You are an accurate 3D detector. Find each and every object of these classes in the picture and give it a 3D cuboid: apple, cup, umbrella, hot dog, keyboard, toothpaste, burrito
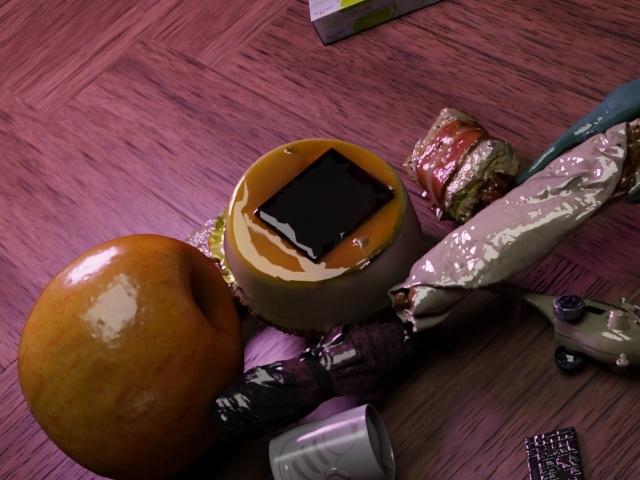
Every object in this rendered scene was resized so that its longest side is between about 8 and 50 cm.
[{"bbox_3d":[-0.231,0.145,1.728,0.275,0.299,0.299,-43,38,14],"label":"apple"},{"bbox_3d":[0.017,0.275,1.606,0.133,0.099,0.136,-19,41,13],"label":"cup"},{"bbox_3d":[0.012,0.161,1.675,0.326,0.094,0.090,-24,15,-22],"label":"umbrella"},{"bbox_3d":[0.201,-0.099,1.877,0.146,0.103,0.213,-49,29,12],"label":"hot dog"},{"bbox_3d":[0.269,0.296,1.495,0.061,0.013,0.204,-17,42,15],"label":"keyboard"},{"bbox_3d":[0.146,-0.433,2.268,0.337,0.067,0.081,-19,45,14],"label":"toothpaste"},{"bbox_3d":[0.256,-0.016,1.662,0.392,0.076,0.117,-34,36,4],"label":"burrito"}]

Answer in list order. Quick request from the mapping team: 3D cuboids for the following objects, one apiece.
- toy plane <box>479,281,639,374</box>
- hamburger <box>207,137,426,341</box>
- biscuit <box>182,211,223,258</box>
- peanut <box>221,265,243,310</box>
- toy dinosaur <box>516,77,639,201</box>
[{"bbox_3d":[0.298,0.086,1.640,0.108,0.092,0.286,-31,36,-34],"label":"toy plane"},{"bbox_3d":[0.000,0.000,1.825,0.294,0.179,0.276,35,67,26],"label":"hamburger"},{"bbox_3d":[-0.103,-0.010,2.018,0.250,0.032,0.133,1,49,32],"label":"biscuit"},{"bbox_3d":[-0.169,0.087,1.915,0.194,0.093,0.083,-39,66,-6],"label":"peanut"},{"bbox_3d":[0.475,-0.206,1.831,0.384,0.129,0.331,-9,34,26],"label":"toy dinosaur"}]
